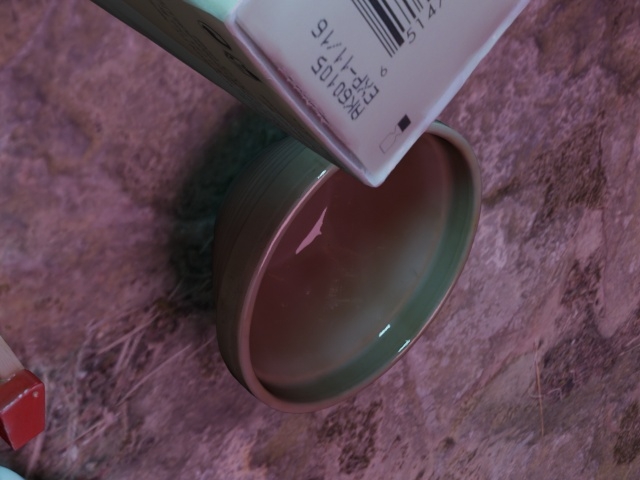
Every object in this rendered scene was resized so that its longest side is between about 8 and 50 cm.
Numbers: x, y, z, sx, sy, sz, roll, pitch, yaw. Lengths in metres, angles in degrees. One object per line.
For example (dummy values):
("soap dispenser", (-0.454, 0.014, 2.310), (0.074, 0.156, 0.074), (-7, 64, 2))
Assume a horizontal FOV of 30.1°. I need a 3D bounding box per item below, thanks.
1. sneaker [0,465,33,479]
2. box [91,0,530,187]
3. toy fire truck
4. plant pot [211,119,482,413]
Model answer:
("sneaker", (-0.192, 0.214, 0.861), (0.095, 0.090, 0.235), (-52, 151, -26))
("box", (-0.063, -0.168, 0.476), (0.148, 0.311, 0.121), (-53, 146, -4))
("toy fire truck", (-0.241, 0.070, 0.697), (0.135, 0.047, 0.192), (-32, 139, -30))
("plant pot", (0.000, 0.000, 0.869), (0.237, 0.110, 0.237), (-30, 137, -32))
